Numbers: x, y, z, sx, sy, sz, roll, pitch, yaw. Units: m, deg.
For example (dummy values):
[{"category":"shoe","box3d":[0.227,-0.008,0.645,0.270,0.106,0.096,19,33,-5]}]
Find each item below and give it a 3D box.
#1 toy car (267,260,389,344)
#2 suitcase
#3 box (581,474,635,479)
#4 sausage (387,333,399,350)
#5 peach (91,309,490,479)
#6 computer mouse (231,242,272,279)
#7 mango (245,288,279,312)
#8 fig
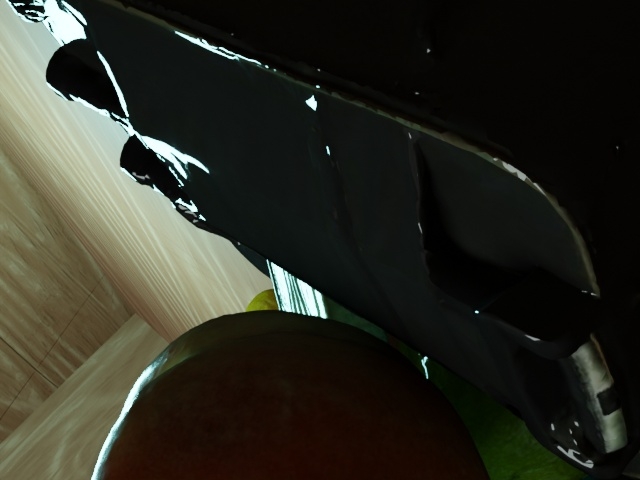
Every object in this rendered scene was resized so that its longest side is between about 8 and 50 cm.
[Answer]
[{"category":"toy car","box3d":[0.000,0.000,0.801,0.141,0.097,0.321,173,82,-70]},{"category":"suitcase","box3d":[0.031,-0.067,0.508,0.434,0.194,0.283,31,163,40]},{"category":"box","box3d":[0.263,0.312,0.857,0.153,0.092,0.245,47,-156,-12]},{"category":"sausage","box3d":[0.105,0.144,0.898,0.304,0.121,0.121,19,154,25]},{"category":"peach","box3d":[-0.014,0.159,0.545,0.252,0.252,0.252,41,164,14]},{"category":"computer mouse","box3d":[-0.040,-0.015,1.010,0.269,0.100,0.170,48,166,-12]},{"category":"mango","box3d":[-0.004,0.167,1.366,0.262,0.109,0.157,36,158,24]},{"category":"fig","box3d":[0.117,0.123,0.716,0.203,0.235,0.203,36,162,14]}]
